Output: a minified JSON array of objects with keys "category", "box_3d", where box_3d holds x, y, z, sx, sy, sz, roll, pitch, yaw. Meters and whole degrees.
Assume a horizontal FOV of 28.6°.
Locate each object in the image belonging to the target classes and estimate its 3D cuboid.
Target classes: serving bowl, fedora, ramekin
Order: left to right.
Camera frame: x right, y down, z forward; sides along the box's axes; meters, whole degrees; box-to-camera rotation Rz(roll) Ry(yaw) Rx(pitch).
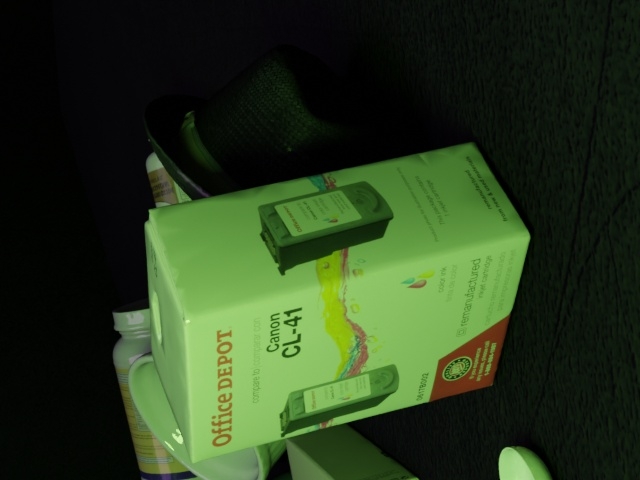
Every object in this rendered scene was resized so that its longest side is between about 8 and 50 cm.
[{"category":"ramekin","box_3d":[-0.157,0.252,1.979,0.277,0.135,0.277,28,142,25]},{"category":"fedora","box_3d":[-0.022,-0.103,1.305,0.152,0.334,0.334,-53,39,18]},{"category":"serving bowl","box_3d":[0.194,0.226,1.146,0.083,0.027,0.083,167,90,-74]}]

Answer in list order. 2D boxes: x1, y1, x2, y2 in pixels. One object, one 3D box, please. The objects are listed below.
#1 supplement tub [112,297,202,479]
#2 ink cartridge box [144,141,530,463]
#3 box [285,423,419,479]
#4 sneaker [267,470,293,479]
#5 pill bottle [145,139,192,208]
[{"category":"supplement tub","box_3d":[-0.231,0.262,2.223,0.241,0.241,0.331,-175,71,-73]},{"category":"ink cartridge box","box_3d":[0.011,0.057,1.119,0.226,0.306,0.131,94,156,-48]},{"category":"box","box_3d":[0.044,0.326,1.616,0.275,0.094,0.113,-155,54,-70]},{"category":"sneaker","box_3d":[-0.088,0.466,2.106,0.319,0.131,0.112,103,148,-58]},{"category":"pill bottle","box_3d":[-0.213,-0.103,2.052,0.131,0.131,0.229,167,89,-74]}]
